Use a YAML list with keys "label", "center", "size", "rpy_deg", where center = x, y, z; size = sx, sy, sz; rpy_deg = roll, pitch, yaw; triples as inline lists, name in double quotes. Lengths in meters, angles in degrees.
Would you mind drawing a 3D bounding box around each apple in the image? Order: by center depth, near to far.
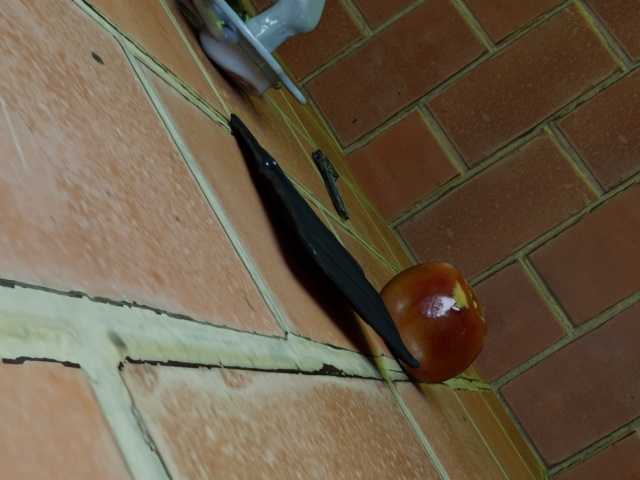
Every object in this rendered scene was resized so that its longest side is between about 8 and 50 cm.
- label: "apple"
  center: [0.156, 0.109, 1.167]
  size: [0.163, 0.139, 0.163]
  rpy_deg: [56, 5, -7]

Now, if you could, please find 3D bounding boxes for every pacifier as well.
- label: "pacifier"
  center: [-0.077, -0.333, 1.278]
  size: [0.227, 0.207, 0.279]
  rpy_deg: [55, 6, 19]

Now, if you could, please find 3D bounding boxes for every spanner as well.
- label: "spanner"
  center: [0.024, -0.115, 1.753]
  size: [0.093, 0.026, 0.325]
  rpy_deg: [54, 9, -26]

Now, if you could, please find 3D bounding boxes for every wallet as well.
- label: "wallet"
  center: [0.000, 0.000, 0.992]
  size: [0.247, 0.041, 0.323]
  rpy_deg: [52, 5, -37]

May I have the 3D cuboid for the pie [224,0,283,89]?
- label: "pie"
  center: [-0.157, -0.399, 1.579]
  size: [0.306, 0.071, 0.306]
  rpy_deg: [59, 4, -7]
